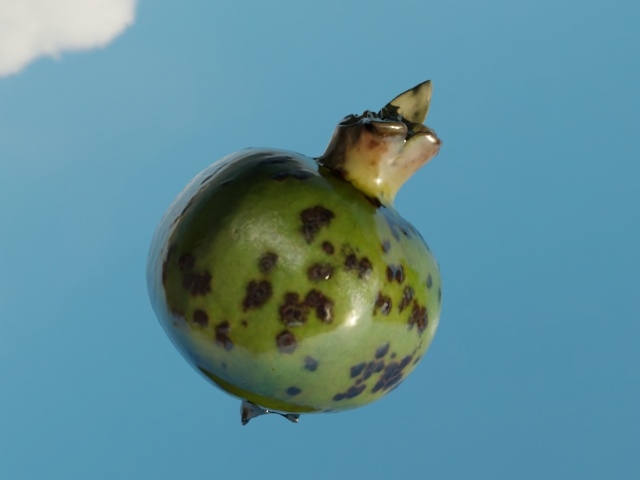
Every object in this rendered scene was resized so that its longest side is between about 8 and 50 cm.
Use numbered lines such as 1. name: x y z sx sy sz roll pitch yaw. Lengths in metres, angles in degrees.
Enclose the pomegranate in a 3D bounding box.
1. pomegranate: 0.000 0.000 0.549 0.122 0.122 0.161 34 -89 44
